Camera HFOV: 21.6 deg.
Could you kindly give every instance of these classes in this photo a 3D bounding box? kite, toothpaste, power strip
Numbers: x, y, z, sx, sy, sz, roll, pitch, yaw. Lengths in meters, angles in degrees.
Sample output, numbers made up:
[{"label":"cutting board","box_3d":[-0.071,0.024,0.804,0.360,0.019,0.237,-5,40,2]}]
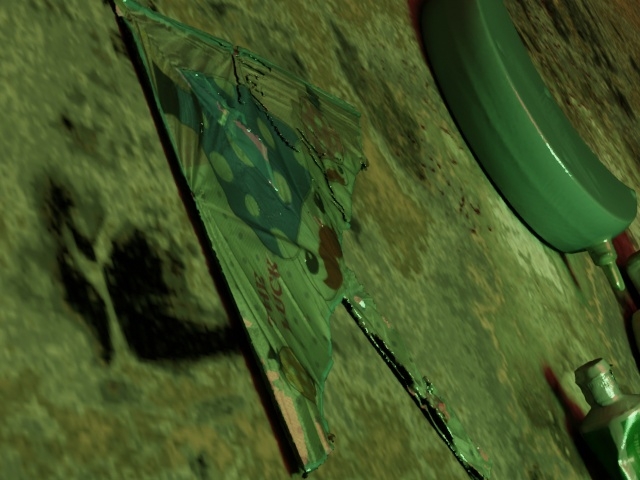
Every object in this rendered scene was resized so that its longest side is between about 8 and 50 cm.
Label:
[{"label":"kite","box_3d":[0.000,0.000,0.818,0.314,0.011,0.335,52,23,-21]},{"label":"toothpaste","box_3d":[0.221,0.187,1.033,0.248,0.047,0.078,63,23,0]},{"label":"power strip","box_3d":[0.154,-0.077,1.207,0.253,0.054,0.167,58,24,-5]}]

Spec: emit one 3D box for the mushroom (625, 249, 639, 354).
[{"label":"mushroom","box_3d":[0.344,0.079,1.283,0.173,0.162,0.236,12,50,-65]}]
